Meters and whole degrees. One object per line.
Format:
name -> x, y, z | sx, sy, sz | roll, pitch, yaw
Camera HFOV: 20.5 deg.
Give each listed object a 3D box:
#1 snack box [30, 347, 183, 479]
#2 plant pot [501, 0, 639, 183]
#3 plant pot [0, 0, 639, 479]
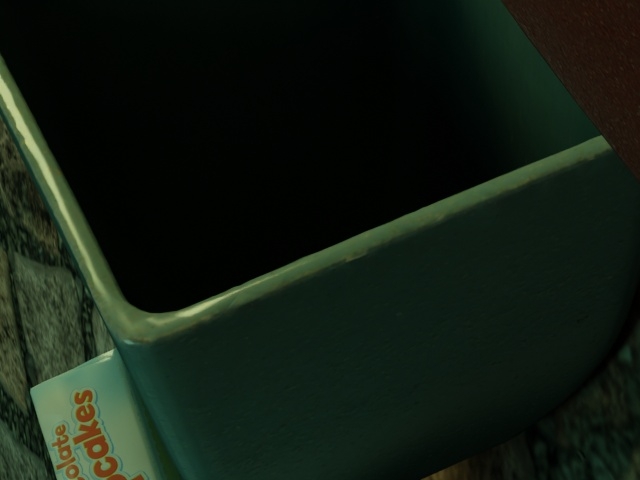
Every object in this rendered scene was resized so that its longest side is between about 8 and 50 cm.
snack box -> -0.043, 0.185, 1.004 | 0.187, 0.060, 0.322 | 68, -169, 22
plant pot -> 0.186, -0.081, 0.362 | 0.235, 0.267, 0.267 | 65, 172, -9
plant pot -> 0.000, 0.000, 0.854 | 0.252, 0.247, 0.248 | 81, 162, -47
